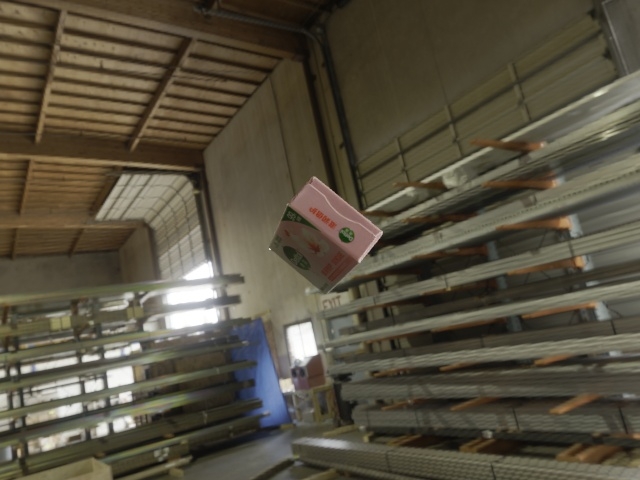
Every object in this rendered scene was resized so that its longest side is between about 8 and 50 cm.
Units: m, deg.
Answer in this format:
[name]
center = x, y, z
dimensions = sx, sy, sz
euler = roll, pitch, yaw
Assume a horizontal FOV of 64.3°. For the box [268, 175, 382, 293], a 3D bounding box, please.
[box]
center = 0.000, 0.000, 0.530
dimensions = 0.043, 0.089, 0.125
euler = -50, -3, -25
